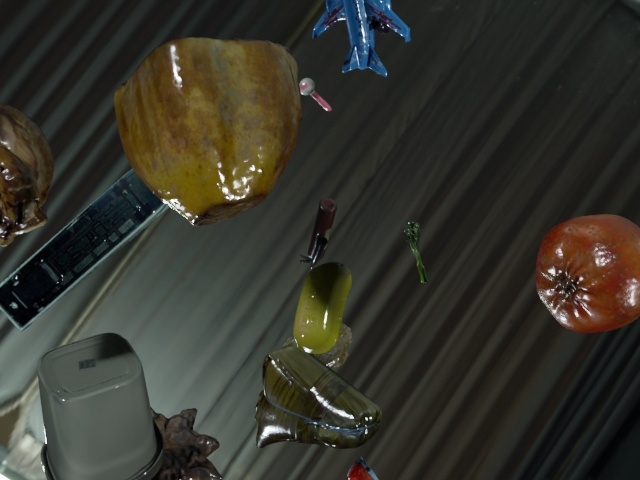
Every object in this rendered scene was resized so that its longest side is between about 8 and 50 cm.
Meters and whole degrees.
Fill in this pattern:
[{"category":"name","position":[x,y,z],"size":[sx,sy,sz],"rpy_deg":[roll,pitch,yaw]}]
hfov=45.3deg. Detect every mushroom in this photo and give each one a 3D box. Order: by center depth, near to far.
[{"category":"mushroom","position":[-0.632,-0.117,1.453],"size":[0.263,0.195,0.283],"rpy_deg":[-18,-117,-44]}]

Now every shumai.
[{"category":"shumai","position":[-0.010,0.302,1.932],"size":[0.161,0.209,0.152],"rpy_deg":[24,137,28]}]

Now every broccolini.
[{"category":"broccolini","position":[0.217,0.024,1.693],"size":[0.030,0.035,0.139],"rpy_deg":[-22,84,63]}]

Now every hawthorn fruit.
[{"category":"hawthorn fruit","position":[0.420,0.045,1.131],"size":[0.201,0.179,0.179],"rpy_deg":[-8,-157,-34]}]

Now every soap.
[{"category":"soap","position":[0.002,0.097,1.127],"size":[0.045,0.140,0.089],"rpy_deg":[26,160,-37]}]

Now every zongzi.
[{"category":"zongzi","position":[-0.019,0.319,1.291],"size":[0.221,0.242,0.112],"rpy_deg":[33,-151,34]}]

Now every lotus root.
[{"category":"lotus root","position":[-0.110,-0.110,0.851],"size":[0.199,0.179,0.188],"rpy_deg":[-8,167,-34]}]

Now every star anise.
[{"category":"star anise","position":[-0.387,0.507,1.838],"size":[0.315,0.315,0.108],"rpy_deg":[33,132,22]}]

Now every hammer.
[{"category":"hammer","position":[-0.008,-0.286,1.514],"size":[0.083,0.031,0.052],"rpy_deg":[42,-158,-10]}]

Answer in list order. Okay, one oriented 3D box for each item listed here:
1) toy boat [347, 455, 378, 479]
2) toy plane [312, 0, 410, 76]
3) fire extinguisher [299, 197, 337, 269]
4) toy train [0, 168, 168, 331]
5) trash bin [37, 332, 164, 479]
[{"category":"toy boat","position":[0.111,0.489,1.457],"size":[0.173,0.059,0.069],"rpy_deg":[52,142,28]},{"category":"toy plane","position":[0.082,-0.481,1.601],"size":[0.254,0.271,0.105],"rpy_deg":[16,-152,39]},{"category":"fire extinguisher","position":[0.000,0.000,1.229],"size":[0.049,0.035,0.173],"rpy_deg":[62,157,27]},{"category":"toy train","position":[-0.364,-0.004,1.241],"size":[0.086,0.407,0.088],"rpy_deg":[51,-161,-7]},{"category":"trash bin","position":[-0.427,0.331,1.460],"size":[0.220,0.219,0.250],"rpy_deg":[39,137,45]}]
